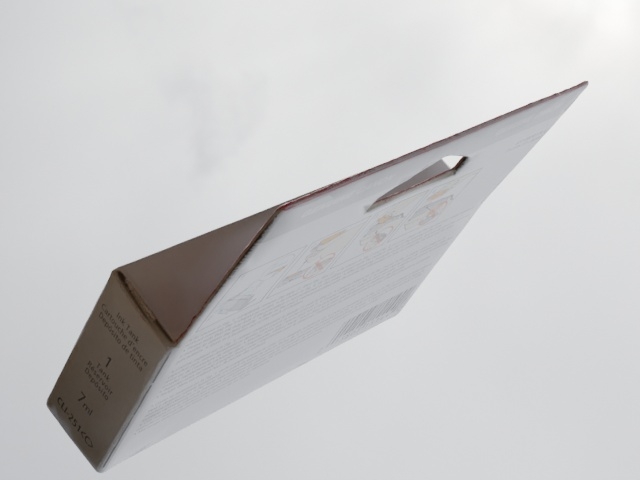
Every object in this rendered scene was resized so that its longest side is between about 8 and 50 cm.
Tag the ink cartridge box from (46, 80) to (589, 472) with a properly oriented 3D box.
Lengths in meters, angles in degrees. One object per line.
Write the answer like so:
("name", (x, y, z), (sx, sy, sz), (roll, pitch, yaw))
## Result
("ink cartridge box", (0.000, 0.000, 0.779), (0.066, 0.296, 0.261), (50, -47, 16))
